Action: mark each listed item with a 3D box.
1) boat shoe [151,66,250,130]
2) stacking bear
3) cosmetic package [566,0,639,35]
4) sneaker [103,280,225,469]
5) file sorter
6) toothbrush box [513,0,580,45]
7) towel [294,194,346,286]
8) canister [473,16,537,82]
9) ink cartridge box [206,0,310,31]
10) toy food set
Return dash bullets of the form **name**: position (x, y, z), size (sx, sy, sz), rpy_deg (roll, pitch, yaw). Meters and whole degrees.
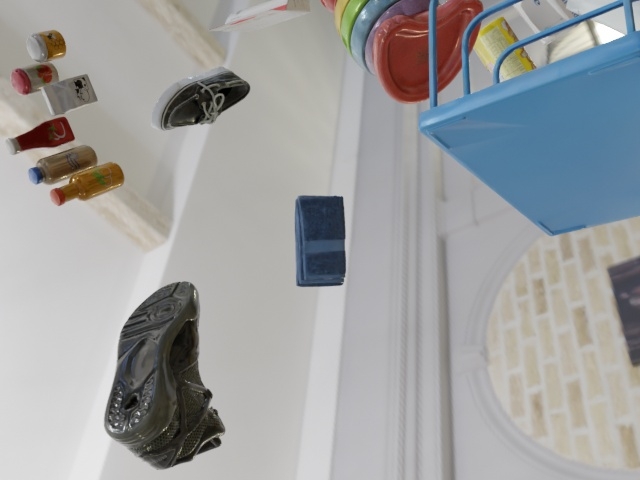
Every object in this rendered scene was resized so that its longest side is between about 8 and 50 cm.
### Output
- **boat shoe**: position (-0.288, -0.339, 1.803), size (0.104, 0.113, 0.306), rpy_deg (29, -143, 17)
- **stacking bear**: position (0.090, -0.358, 1.126), size (0.289, 0.175, 0.164), rpy_deg (56, 160, 34)
- **cosmetic package**: position (0.482, -0.247, 0.691), size (0.284, 0.377, 0.098), rpy_deg (-129, 30, -50)
- **sneaker**: position (-0.162, 0.153, 0.801), size (0.228, 0.087, 0.130), rpy_deg (-94, -17, -51)
- **file sorter**: position (0.153, -0.089, 0.431), size (0.170, 0.118, 0.105), rpy_deg (27, -123, -44)
- **toothbrush box**: position (0.511, -0.574, 1.450), size (0.216, 0.295, 0.126), rpy_deg (49, 169, -5)
- **towel**: position (0.000, 0.000, 0.939), size (0.029, 0.067, 0.120), rpy_deg (178, 90, -85)
- **canister**: position (0.386, -0.361, 1.489), size (0.170, 0.073, 0.126), rpy_deg (57, -178, 1)
- **ink cartridge box**: position (-0.148, -0.544, 1.728), size (0.224, 0.180, 0.056), rpy_deg (-29, -73, -63)
- **toy food set**: position (-0.374, -0.162, 0.996), size (0.104, 0.111, 0.232), rpy_deg (-32, -72, -45)
